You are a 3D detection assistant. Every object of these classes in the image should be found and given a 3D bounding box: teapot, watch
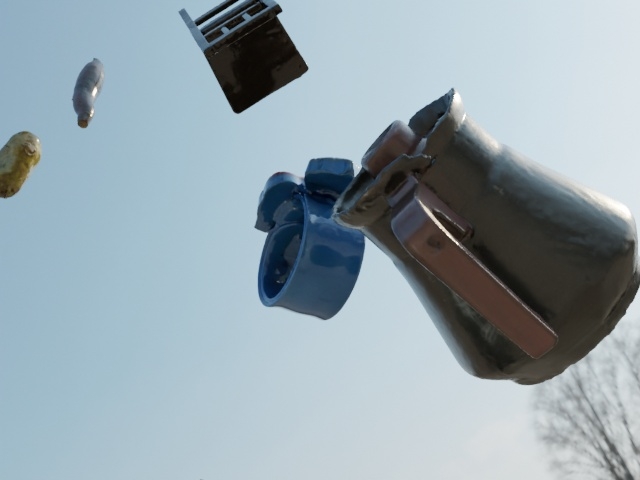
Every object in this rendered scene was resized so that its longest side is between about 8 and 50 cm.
[{"bbox_3d":[0.202,0.001,0.926,0.305,0.361,0.376,-48,6,20],"label":"teapot"},{"bbox_3d":[0.000,0.000,1.398,0.241,0.275,0.305,16,-37,-19],"label":"watch"}]

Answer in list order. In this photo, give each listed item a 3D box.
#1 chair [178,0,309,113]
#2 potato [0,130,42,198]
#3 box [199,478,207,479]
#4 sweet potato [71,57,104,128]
[{"bbox_3d":[-0.156,-0.419,1.601,0.203,0.416,0.241,-31,-57,0],"label":"chair"},{"bbox_3d":[-0.360,-0.087,0.841,0.045,0.092,0.046,33,-32,-29],"label":"potato"},{"bbox_3d":[-0.035,0.416,0.889,0.274,0.116,0.203,12,-43,4],"label":"box"},{"bbox_3d":[-0.482,-0.309,1.482,0.057,0.265,0.057,-3,-46,-3],"label":"sweet potato"}]
